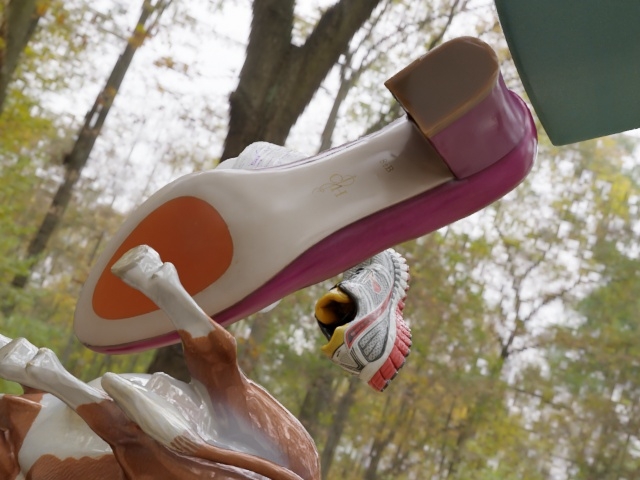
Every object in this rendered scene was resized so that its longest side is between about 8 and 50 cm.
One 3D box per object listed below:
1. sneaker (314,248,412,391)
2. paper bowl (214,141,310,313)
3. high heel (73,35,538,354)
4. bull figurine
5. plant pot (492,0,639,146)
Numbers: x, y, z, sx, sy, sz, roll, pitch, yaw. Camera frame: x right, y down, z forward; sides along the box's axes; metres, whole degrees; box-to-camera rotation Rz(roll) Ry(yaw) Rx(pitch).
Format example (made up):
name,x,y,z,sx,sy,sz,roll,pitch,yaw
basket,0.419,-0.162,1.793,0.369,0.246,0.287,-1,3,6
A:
name,x,y,z,sx,sy,sz,roll,pitch,yaw
sneaker,0.044,0.065,1.128,0.093,0.088,0.225,28,26,-16
paper bowl,-0.120,-0.029,1.736,0.148,0.284,0.284,18,-16,16
high heel,0.000,0.000,0.788,0.377,0.127,0.181,-28,-30,9
bull figurine,-0.136,0.116,0.575,0.310,0.101,0.188,-16,-61,38
plant pot,0.242,-0.217,0.937,0.166,0.234,0.165,-12,14,12
